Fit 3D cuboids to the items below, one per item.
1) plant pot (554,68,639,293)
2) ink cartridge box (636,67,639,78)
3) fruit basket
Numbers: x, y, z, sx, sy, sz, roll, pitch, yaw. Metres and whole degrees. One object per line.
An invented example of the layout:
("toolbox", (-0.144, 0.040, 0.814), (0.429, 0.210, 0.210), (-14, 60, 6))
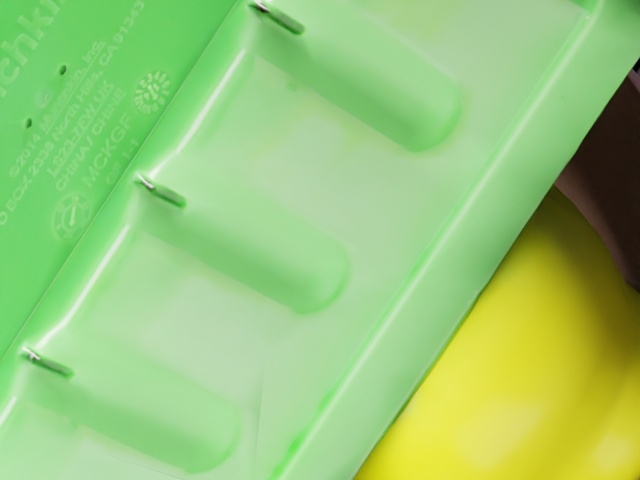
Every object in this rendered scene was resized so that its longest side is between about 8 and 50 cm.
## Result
("plant pot", (0.047, -0.009, 1.102), (0.284, 0.284, 0.191), (-29, -174, 2))
("ink cartridge box", (0.384, -0.112, 1.529), (0.129, 0.223, 0.307), (-22, 163, -22))
("fruit basket", (0.000, 0.000, 0.913), (0.392, 0.283, 0.392), (-26, 135, -29))
